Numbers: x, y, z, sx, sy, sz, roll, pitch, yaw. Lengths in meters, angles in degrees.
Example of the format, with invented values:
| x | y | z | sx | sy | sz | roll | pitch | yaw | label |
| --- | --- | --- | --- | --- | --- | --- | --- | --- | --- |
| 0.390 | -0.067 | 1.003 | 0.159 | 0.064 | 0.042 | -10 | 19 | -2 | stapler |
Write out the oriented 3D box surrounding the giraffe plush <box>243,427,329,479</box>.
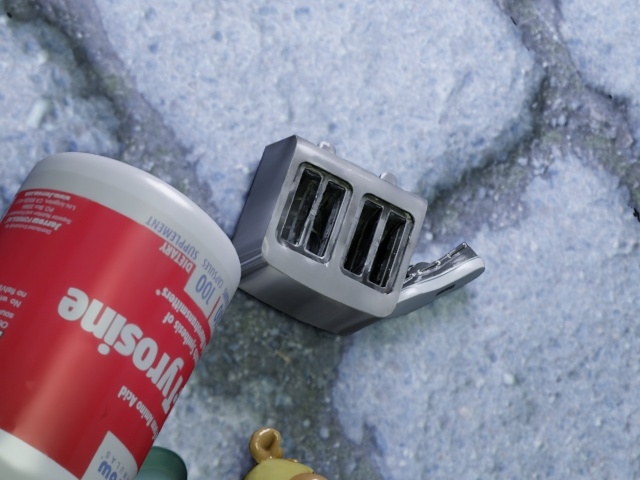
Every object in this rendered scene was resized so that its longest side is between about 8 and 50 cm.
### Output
| x | y | z | sx | sy | sz | roll | pitch | yaw | label |
| --- | --- | --- | --- | --- | --- | --- | --- | --- | --- |
| -0.045 | 0.290 | 1.923 | 0.210 | 0.181 | 0.170 | 25 | 51 | 18 | giraffe plush |

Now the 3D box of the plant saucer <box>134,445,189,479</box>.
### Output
| x | y | z | sx | sy | sz | roll | pitch | yaw | label |
| --- | --- | --- | --- | --- | --- | --- | --- | --- | --- |
| -0.179 | 0.248 | 1.886 | 0.119 | 0.119 | 0.021 | -46 | 133 | -27 | plant saucer |

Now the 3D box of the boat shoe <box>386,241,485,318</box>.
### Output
| x | y | z | sx | sy | sz | roll | pitch | yaw | label |
| --- | --- | --- | --- | --- | --- | --- | --- | --- | --- |
| 0.113 | 0.043 | 2.106 | 0.142 | 0.049 | 0.040 | -22 | 69 | -30 | boat shoe |

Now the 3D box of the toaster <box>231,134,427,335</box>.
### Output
| x | y | z | sx | sy | sz | roll | pitch | yaw | label |
| --- | --- | --- | --- | --- | --- | --- | --- | --- | --- |
| 0.000 | 0.000 | 2.021 | 0.168 | 0.110 | 0.185 | 26 | 68 | -17 | toaster |

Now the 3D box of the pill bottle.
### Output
| x | y | z | sx | sy | sz | roll | pitch | yaw | label |
| --- | --- | --- | --- | --- | --- | --- | --- | --- | --- |
| -0.257 | 0.140 | 1.796 | 0.229 | 0.229 | 0.407 | 34 | 66 | -15 | pill bottle |
